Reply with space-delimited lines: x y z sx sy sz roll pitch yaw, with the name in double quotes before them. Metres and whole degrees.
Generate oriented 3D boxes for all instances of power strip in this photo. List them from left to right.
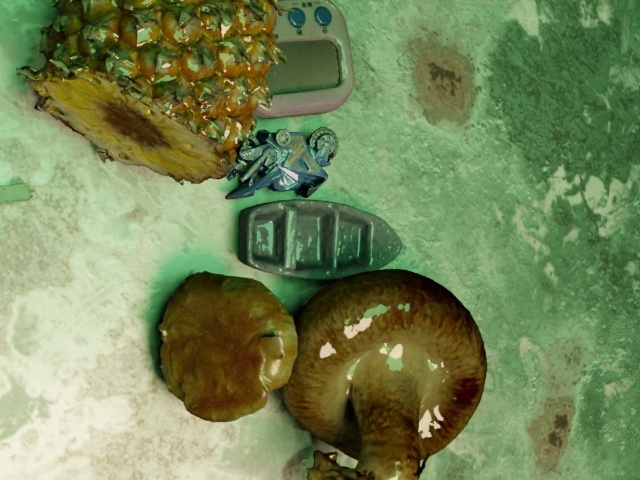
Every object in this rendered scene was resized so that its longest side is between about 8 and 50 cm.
"power strip" -0.442 -0.064 1.578 0.083 0.017 0.027 -9 94 -29

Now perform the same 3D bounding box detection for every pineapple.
"pineapple" -0.211 -0.264 1.534 0.352 0.352 0.300 24 76 -27

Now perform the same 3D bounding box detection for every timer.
"timer" -0.049 -0.291 1.782 0.208 0.069 0.190 -9 91 -31

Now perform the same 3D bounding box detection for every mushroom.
"mushroom" 0.093 0.216 1.703 0.331 0.356 0.334 42 99 -7

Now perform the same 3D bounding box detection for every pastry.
"pastry" -0.142 0.148 1.646 0.229 0.218 0.100 60 19 9

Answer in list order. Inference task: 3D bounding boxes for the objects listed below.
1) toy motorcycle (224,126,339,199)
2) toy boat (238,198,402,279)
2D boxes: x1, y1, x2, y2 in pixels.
"toy motorcycle" -0.059 -0.120 1.773 0.205 0.076 0.114 -7 99 -29
"toy boat" 0.000 0.000 1.795 0.283 0.078 0.127 4 86 -30
